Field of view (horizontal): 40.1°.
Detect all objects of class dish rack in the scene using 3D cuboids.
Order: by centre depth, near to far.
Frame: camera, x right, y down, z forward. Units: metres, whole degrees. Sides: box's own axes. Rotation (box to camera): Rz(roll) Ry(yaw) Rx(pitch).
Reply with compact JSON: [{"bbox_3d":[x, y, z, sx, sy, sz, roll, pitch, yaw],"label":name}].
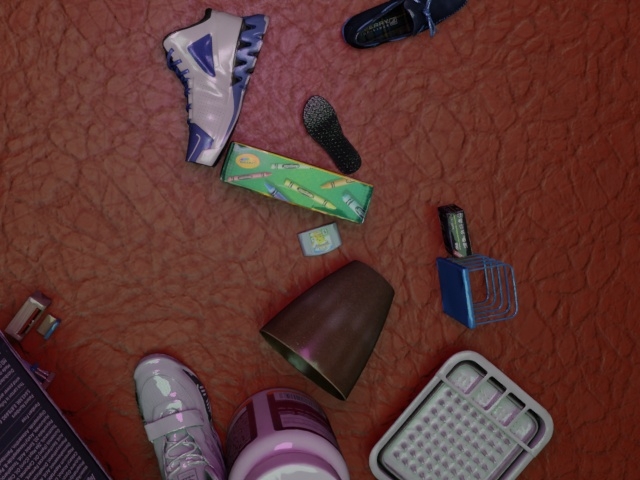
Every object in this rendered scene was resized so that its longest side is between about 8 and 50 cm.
[{"bbox_3d":[0.288,0.416,1.840,0.285,0.072,0.333,40,91,-10],"label":"dish rack"}]

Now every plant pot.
[{"bbox_3d":[0.036,0.158,1.726,0.215,0.215,0.230,43,77,-10],"label":"plant pot"}]

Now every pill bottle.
[{"bbox_3d":[-0.064,0.434,1.637,0.224,0.392,0.224,-1,97,-6],"label":"pill bottle"}]

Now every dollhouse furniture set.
[{"bbox_3d":[-0.556,0.216,1.685,0.129,0.129,0.183,36,92,-10],"label":"dollhouse furniture set"}]

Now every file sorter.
[{"bbox_3d":[0.312,0.094,1.755,0.105,0.170,0.118,-10,98,-8],"label":"file sorter"}]

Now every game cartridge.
[{"bbox_3d":[0.000,0.000,1.783,0.083,0.017,0.056,-18,102,-4],"label":"game cartridge"}]

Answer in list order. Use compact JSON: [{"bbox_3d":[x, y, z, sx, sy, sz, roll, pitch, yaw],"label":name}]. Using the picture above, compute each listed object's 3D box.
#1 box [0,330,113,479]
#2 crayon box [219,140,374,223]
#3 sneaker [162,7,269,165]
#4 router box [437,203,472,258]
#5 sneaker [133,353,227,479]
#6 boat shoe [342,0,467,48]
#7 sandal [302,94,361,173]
[{"bbox_3d":[-0.657,0.481,1.527,0.480,0.297,0.471,-26,107,23],"label":"box"},{"bbox_3d":[-0.050,-0.114,1.688,0.279,0.165,0.081,17,95,-8],"label":"crayon box"},{"bbox_3d":[-0.228,-0.305,1.674,0.182,0.127,0.315,18,88,-5],"label":"sneaker"},{"bbox_3d":[0.268,-0.020,1.758,0.038,0.122,0.092,-11,98,0],"label":"router box"},{"bbox_3d":[-0.263,0.402,1.702,0.137,0.210,0.365,-21,99,-4],"label":"sneaker"},{"bbox_3d":[0.174,-0.427,1.707,0.258,0.089,0.109,-28,118,2],"label":"boat shoe"},{"bbox_3d":[0.019,-0.210,1.753,0.067,0.040,0.179,-32,114,3],"label":"sandal"}]
